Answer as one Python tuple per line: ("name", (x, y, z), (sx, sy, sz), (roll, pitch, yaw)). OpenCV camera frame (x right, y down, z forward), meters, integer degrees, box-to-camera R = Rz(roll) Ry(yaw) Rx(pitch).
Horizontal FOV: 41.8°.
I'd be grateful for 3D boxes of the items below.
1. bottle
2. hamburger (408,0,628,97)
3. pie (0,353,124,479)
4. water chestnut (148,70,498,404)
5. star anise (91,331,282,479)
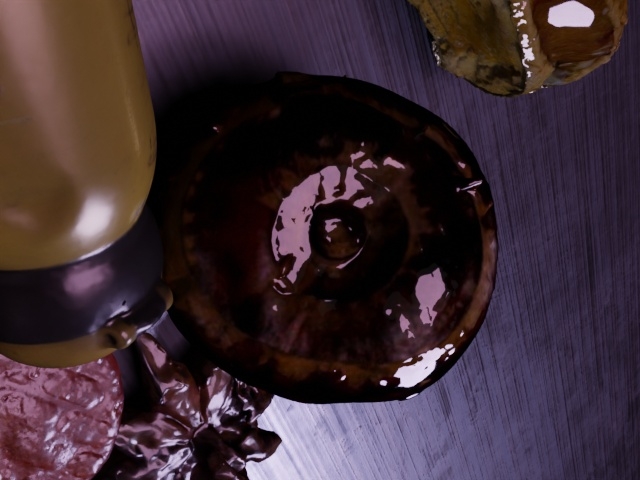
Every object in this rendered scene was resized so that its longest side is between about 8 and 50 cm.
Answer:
("bottle", (-0.190, -0.072, 0.522), (0.172, 0.172, 0.351), (-29, 131, -33))
("hamburger", (0.175, -0.247, 0.777), (0.132, 0.211, 0.309), (-48, 140, -9))
("pie", (-0.239, 0.140, 0.658), (0.182, 0.050, 0.182), (-13, 112, -33))
("water chestnut", (0.000, 0.000, 0.721), (0.300, 0.300, 0.300), (-24, 127, -36))
("star anise", (-0.121, 0.194, 0.794), (0.272, 0.103, 0.271), (-21, 123, -35))
